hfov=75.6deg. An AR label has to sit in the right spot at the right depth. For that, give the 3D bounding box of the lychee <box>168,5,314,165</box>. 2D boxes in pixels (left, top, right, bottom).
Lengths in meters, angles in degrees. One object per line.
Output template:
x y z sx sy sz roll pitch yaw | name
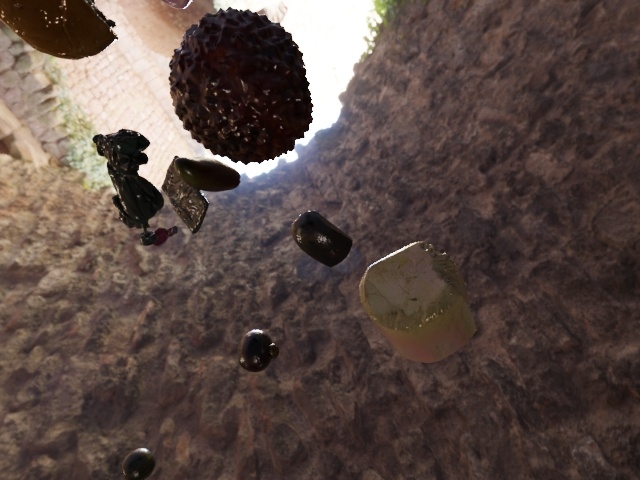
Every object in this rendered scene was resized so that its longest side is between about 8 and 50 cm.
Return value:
-0.235 -0.449 1.208 0.424 0.424 0.500 -38 -112 -12 | lychee

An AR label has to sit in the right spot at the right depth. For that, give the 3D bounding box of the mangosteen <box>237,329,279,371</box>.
-0.218 0.391 1.457 0.152 0.152 0.152 -21 -146 15 | mangosteen

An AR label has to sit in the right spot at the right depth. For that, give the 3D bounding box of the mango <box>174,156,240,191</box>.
-0.385 -0.227 1.404 0.111 0.267 0.133 -45 -113 24 | mango

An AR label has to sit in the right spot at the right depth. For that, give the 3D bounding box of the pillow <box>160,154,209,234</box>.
-0.505 -0.165 1.533 0.034 0.255 0.189 -22 160 -48 | pillow

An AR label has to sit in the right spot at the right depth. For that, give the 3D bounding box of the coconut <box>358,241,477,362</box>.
0.281 0.177 1.156 0.297 0.309 0.297 -17 -131 21 | coconut

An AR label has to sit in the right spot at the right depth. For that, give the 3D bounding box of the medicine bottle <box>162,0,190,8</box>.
-0.465 -0.977 1.429 0.178 0.178 0.291 12 -111 47 | medicine bottle

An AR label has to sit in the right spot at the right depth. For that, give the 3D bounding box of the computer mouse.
0.000 0.000 1.756 0.170 0.269 0.100 -49 -166 28 | computer mouse

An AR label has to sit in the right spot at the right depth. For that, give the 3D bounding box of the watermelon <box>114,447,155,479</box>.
-0.636 0.776 1.413 0.133 0.105 0.105 -15 -163 -42 | watermelon

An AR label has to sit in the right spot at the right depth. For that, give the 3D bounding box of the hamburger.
-0.591 -0.509 0.873 0.282 0.245 0.155 -11 -140 -27 | hamburger

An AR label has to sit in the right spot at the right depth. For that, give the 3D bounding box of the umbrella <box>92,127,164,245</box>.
-0.527 -0.144 1.170 0.143 0.349 0.094 6 -146 17 | umbrella

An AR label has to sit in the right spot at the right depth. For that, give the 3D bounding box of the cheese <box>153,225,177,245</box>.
-0.731 -0.026 1.926 0.038 0.095 0.145 32 -137 29 | cheese
